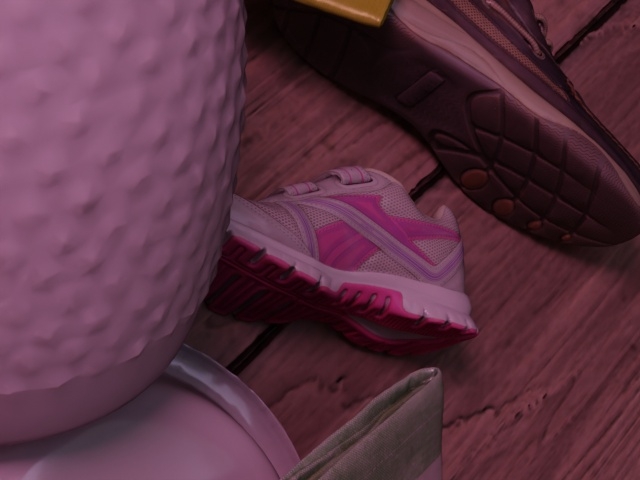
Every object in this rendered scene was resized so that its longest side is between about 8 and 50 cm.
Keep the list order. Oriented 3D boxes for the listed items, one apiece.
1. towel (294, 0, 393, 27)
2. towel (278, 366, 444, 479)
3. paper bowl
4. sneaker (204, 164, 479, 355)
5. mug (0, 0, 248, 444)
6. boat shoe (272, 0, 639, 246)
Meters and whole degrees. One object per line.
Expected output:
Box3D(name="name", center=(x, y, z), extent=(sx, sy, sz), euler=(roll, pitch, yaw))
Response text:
Box3D(name="towel", center=(-0.052, -0.220, 0.907), extent=(0.237, 0.021, 0.102), euler=(20, 65, 9))
Box3D(name="towel", center=(0.006, 0.263, 0.727), extent=(0.248, 0.038, 0.324), euler=(-28, 121, -55))
Box3D(name="paper bowl", center=(-0.125, 0.187, 0.732), extent=(0.284, 0.148, 0.284), euler=(10, 70, -28))
Box3D(name="sneaker", center=(0.000, 0.000, 0.902), extent=(0.252, 0.103, 0.111), euler=(19, 62, -33))
Box3D(name="mug", center=(-0.154, -0.102, 0.668), extent=(0.374, 0.276, 0.328), euler=(-55, 147, -56))
Box3D(name="boat shoe", center=(0.132, -0.133, 0.996), extent=(0.355, 0.132, 0.130), euler=(38, 60, -18))
